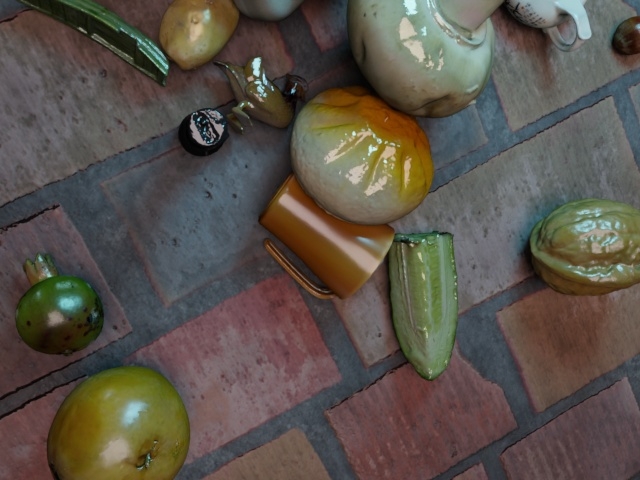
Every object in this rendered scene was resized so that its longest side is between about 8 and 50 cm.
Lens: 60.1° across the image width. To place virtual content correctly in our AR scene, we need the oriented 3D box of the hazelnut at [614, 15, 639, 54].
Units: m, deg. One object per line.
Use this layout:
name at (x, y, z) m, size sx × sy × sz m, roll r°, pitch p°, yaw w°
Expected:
hazelnut at (0.716, -0.467, 1.264) m, size 0.085 × 0.086 × 0.086 m, roll -2°, pitch 98°, yaw -13°

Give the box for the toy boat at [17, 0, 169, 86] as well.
toy boat at (-0.405, -0.389, 1.011) m, size 0.292 × 0.093 × 0.055 m, roll 29°, pitch 73°, yaw -15°

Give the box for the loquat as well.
loquat at (-0.379, 0.373, 1.057) m, size 0.262 × 0.263 × 0.263 m, roll -2°, pitch 98°, yaw -13°

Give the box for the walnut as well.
walnut at (0.596, 0.019, 1.232) m, size 0.256 × 0.257 × 0.225 m, roll -13°, pitch 133°, yaw -11°

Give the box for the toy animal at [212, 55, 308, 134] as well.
toy animal at (-0.120, -0.305, 1.097) m, size 0.188 × 0.089 × 0.179 m, roll 48°, pitch 69°, yaw -14°

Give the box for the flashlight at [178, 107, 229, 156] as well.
flashlight at (-0.214, -0.200, 1.007) m, size 0.092 × 0.232 × 0.093 m, roll -1°, pitch 96°, yaw -13°

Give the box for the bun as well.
bun at (0.092, -0.184, 1.055) m, size 0.298 × 0.165 × 0.299 m, roll 13°, pitch 56°, yaw -21°

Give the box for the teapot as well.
teapot at (0.490, -0.545, 1.163) m, size 0.208 × 0.166 × 0.300 m, roll -24°, pitch 93°, yaw -20°

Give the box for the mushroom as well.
mushroom at (0.195, -0.405, 0.986) m, size 0.314 × 0.315 × 0.357 m, roll 13°, pitch 104°, yaw -14°

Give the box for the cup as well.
cup at (0.000, 0.000, 1.134) m, size 0.263 × 0.182 × 0.226 m, roll 37°, pitch 120°, yaw -8°

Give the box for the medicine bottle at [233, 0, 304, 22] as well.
medicine bottle at (-0.099, -0.579, 0.927) m, size 0.282 × 0.122 × 0.375 m, roll -53°, pitch 148°, yaw -16°

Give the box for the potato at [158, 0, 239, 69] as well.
potato at (-0.227, -0.408, 1.039) m, size 0.118 × 0.109 × 0.178 m, roll 35°, pitch 84°, yaw 7°

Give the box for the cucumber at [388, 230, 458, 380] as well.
cucumber at (0.227, 0.137, 1.227) m, size 0.145 × 0.105 × 0.326 m, roll -16°, pitch 102°, yaw -37°

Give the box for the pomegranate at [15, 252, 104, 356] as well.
pomegranate at (-0.496, 0.121, 1.042) m, size 0.159 × 0.159 × 0.205 m, roll -28°, pitch 78°, yaw -8°
